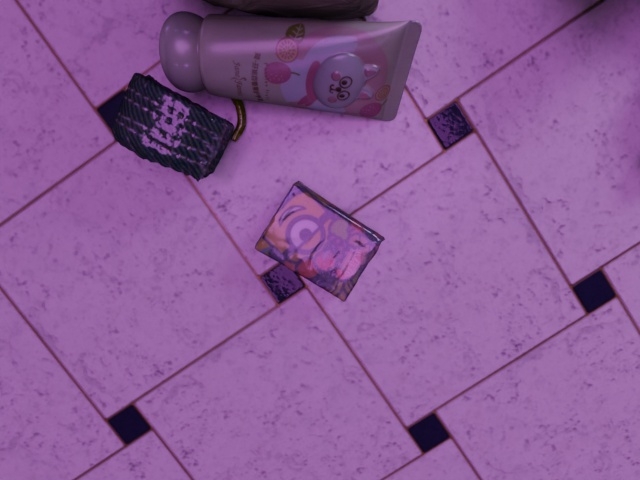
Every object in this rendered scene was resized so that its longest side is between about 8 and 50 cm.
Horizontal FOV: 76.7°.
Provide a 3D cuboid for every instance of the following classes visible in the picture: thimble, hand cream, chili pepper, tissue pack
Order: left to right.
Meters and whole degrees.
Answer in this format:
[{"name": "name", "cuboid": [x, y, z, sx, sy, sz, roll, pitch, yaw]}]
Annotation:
[{"name": "thimble", "cuboid": [-0.188, -0.144, 0.522, 0.135, 0.118, 0.090, 26, 101, -13]}, {"name": "chili pepper", "cuboid": [-0.121, -0.182, 0.568, 0.030, 0.017, 0.083, -14, 95, 10]}, {"name": "hand cream", "cuboid": [-0.040, -0.224, 0.513, 0.305, 0.147, 0.093, 4, 58, -2]}, {"name": "tissue pack", "cuboid": [0.000, 0.000, 0.569, 0.148, 0.060, 0.109, 32, 97, -5]}]

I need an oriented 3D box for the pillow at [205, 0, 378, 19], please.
[{"name": "pillow", "cuboid": [-0.065, -0.289, 0.429, 0.280, 0.274, 0.076, 8, 110, -2]}]
